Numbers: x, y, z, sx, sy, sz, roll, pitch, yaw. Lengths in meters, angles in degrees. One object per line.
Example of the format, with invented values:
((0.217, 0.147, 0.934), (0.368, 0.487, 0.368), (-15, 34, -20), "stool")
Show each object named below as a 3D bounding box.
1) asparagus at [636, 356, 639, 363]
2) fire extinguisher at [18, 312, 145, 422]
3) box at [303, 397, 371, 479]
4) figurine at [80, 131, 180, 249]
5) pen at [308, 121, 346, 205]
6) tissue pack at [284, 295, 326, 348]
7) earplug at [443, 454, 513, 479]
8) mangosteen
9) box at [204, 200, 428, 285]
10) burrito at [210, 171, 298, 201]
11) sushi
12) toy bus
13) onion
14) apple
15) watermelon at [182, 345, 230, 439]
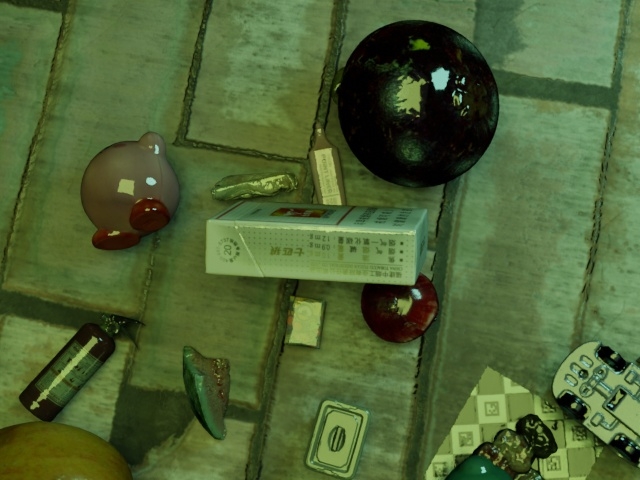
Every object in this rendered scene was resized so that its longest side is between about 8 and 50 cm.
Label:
((0.637, 0.213, 1.804), (0.236, 0.027, 0.034), (13, 71, 6), "asparagus")
((-0.397, 0.210, 1.863), (0.231, 0.071, 0.099), (-47, 108, -5), "fire extinguisher")
((0.029, 0.326, 1.811), (0.089, 0.062, 0.122), (15, 83, 6), "box")
((-0.320, -0.087, 1.853), (0.173, 0.173, 0.173), (-1, 81, 4), "figurine")
((0.013, -0.110, 1.899), (0.053, 0.032, 0.197), (-11, 82, 2), "pen")
((-0.026, 0.139, 1.860), (0.063, 0.035, 0.083), (8, 83, 5), "tissue pack")
((0.208, 0.473, 1.705), (0.257, 0.164, 0.280), (2, 91, -18), "earplug")
((0.148, -0.222, 1.801), (0.288, 0.288, 0.288), (-1, 81, 4), "mangosteen")
((0.000, -0.001, 1.772), (0.330, 0.210, 0.095), (4, 101, 10), "box")
((-0.113, -0.094, 1.898), (0.149, 0.055, 0.041), (-6, 110, 3), "burrito")
((0.320, 0.357, 1.792), (0.231, 0.047, 0.219), (31, 84, 8), "sushi")
((0.466, 0.260, 1.753), (0.209, 0.136, 0.126), (39, 85, 10), "toy bus")
((0.131, 0.106, 1.809), (0.131, 0.131, 0.131), (-1, 81, 4), "onion")
((-0.439, 0.432, 1.722), (0.275, 0.299, 0.299), (6, 80, -23), "apple")
((-0.190, 0.258, 1.834), (0.080, 0.101, 0.155), (1, 90, -7), "watermelon")
